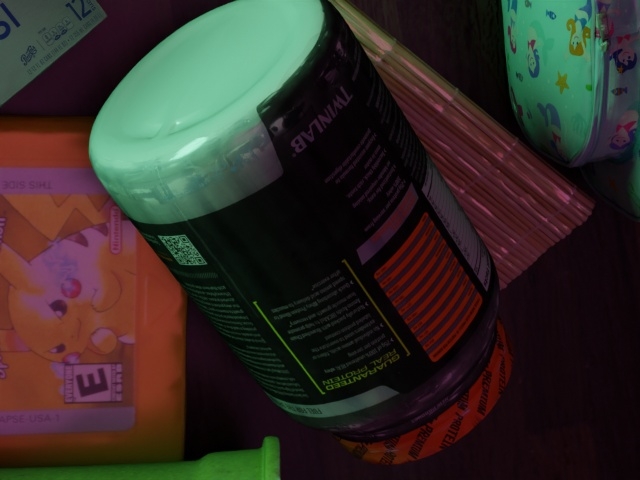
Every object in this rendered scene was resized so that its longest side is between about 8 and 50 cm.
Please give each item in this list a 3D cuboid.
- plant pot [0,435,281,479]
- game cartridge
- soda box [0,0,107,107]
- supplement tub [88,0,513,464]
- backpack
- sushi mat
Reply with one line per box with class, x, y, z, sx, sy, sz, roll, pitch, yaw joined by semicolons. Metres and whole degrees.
plant pot;-0.169;0.270;1.088;0.254;0.276;0.276;6;96;-3
game cartridge;-0.263;0.044;1.137;0.323;0.052;0.285;0;97;-16
soda box;-0.284;-0.104;1.024;0.091;0.098;0.286;53;53;-15
supplement tub;0.000;0.000;1.099;0.207;0.207;0.338;-39;121;-7
backpack;0.254;-0.141;1.164;0.191;0.225;0.253;-17;111;-9
sushi mat;0.057;-0.072;1.192;0.316;0.019;0.151;37;117;-16
